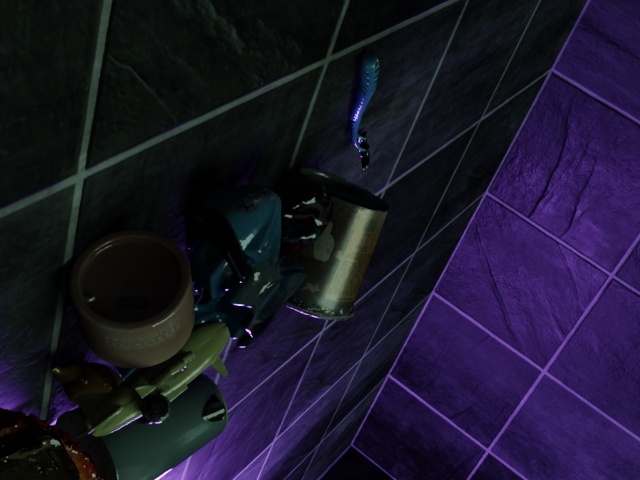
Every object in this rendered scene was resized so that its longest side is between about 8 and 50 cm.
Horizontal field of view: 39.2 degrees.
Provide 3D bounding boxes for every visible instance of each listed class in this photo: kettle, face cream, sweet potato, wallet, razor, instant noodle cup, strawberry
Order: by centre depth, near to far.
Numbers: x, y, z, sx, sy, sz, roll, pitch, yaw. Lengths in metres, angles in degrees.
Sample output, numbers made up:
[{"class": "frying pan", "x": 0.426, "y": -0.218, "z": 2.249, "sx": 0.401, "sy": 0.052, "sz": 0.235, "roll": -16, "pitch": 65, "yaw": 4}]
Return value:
[{"class": "wallet", "x": -0.418, "y": 0.312, "z": 1.096, "sx": 0.232, "sy": 0.031, "sz": 0.122, "roll": -22, "pitch": 134, "yaw": -12}, {"class": "face cream", "x": -0.235, "y": 0.074, "z": 1.135, "sx": 0.149, "sy": 0.149, "sz": 0.104, "roll": -45, "pitch": 160, "yaw": -28}, {"class": "strawberry", "x": -0.395, "y": 0.307, "z": 1.200, "sx": 0.188, "sy": 0.106, "sz": 0.286, "roll": -17, "pitch": 132, "yaw": -20}, {"class": "sweet potato", "x": -0.336, "y": 0.200, "z": 1.264, "sx": 0.068, "sy": 0.068, "sz": 0.226, "roll": -53, "pitch": 161, "yaw": -4}, {"class": "kettle", "x": -0.286, "y": 0.305, "z": 1.418, "sx": 0.210, "sy": 0.160, "sz": 0.243, "roll": -19, "pitch": -179, "yaw": 43}, {"class": "instant noodle cup", "x": 0.000, "y": 0.000, "z": 1.551, "sx": 0.207, "sy": 0.217, "sz": 0.217, "roll": -65, "pitch": 161, "yaw": 14}, {"class": "razor", "x": 0.074, "y": -0.229, "z": 1.566, "sx": 0.253, "sy": 0.042, "sz": 0.082, "roll": 95, "pitch": -7, "yaw": -58}]

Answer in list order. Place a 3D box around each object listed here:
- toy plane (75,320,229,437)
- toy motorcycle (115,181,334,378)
[{"class": "toy plane", "x": -0.219, "y": 0.193, "z": 1.220, "sx": 0.244, "sy": 0.092, "sz": 0.229, "roll": -30, "pitch": 178, "yaw": -26}, {"class": "toy motorcycle", "x": -0.159, "y": 0.054, "z": 1.328, "sx": 0.416, "sy": 0.172, "sz": 0.232, "roll": -44, "pitch": 156, "yaw": 12}]
